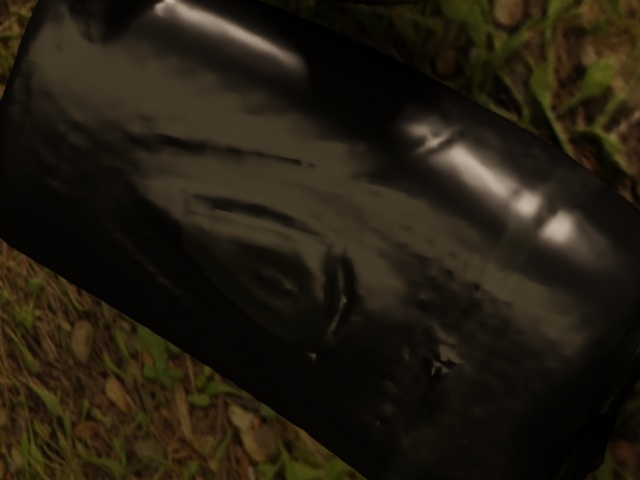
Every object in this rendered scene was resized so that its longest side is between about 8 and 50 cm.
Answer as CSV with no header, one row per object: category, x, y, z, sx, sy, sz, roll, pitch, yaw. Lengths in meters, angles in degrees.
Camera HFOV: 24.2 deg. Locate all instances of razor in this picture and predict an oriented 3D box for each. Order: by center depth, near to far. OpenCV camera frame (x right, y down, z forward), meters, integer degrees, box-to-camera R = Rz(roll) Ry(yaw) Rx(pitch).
razor,0.001,0.000,0.738,0.349,0.113,0.204,32,125,10

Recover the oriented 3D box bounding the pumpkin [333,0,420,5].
pumpkin,0.013,-0.209,0.688,0.312,0.169,0.148,4,74,57
